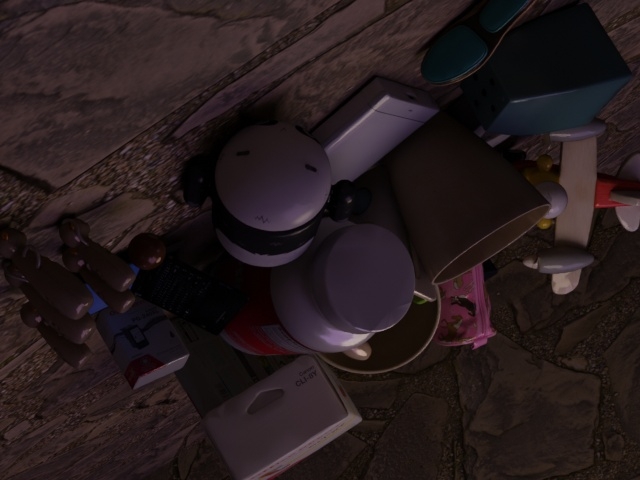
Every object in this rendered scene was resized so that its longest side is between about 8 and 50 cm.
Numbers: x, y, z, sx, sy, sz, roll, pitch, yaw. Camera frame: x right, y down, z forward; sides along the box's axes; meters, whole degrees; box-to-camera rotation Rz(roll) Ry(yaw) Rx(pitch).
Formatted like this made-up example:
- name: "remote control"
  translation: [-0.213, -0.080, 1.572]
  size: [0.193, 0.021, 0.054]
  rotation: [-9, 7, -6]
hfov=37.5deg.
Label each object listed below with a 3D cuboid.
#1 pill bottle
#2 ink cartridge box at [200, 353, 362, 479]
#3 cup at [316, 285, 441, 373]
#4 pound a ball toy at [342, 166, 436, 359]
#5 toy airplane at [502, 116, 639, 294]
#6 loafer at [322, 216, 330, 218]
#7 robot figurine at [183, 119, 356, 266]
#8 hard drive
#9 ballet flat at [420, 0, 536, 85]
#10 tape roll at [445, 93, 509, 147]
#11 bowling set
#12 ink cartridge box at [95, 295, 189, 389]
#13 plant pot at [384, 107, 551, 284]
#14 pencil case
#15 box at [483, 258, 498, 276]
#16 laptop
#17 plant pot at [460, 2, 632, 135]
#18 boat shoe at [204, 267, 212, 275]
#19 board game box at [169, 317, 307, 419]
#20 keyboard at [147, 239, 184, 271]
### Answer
- name: "pill bottle"
  translation: [-0.022, 0.084, 1.649]
  size: [0.229, 0.229, 0.407]
  rotation: [-24, -175, -31]
- name: "ink cartridge box"
  translation: [-0.074, 0.396, 2.062]
  size: [0.279, 0.160, 0.385]
  rotation: [-32, 166, -1]
- name: "cup"
  translation: [0.110, 0.113, 2.206]
  size: [0.331, 0.331, 0.237]
  rotation: [-36, -168, 13]
- name: "pound a ball toy"
  translation: [0.089, 0.042, 1.807]
  size: [0.208, 0.319, 0.136]
  rotation: [-30, 141, 34]
- name: "toy airplane"
  translation: [0.575, -0.109, 2.200]
  size: [0.384, 0.386, 0.272]
  rotation: [-41, 176, 29]
- name: "loafer"
  translation: [0.000, 0.000, 1.957]
  size: [0.268, 0.092, 0.102]
  rotation: [7, 140, -44]
- name: "robot figurine"
  translation: [-0.075, -0.066, 1.400]
  size: [0.209, 0.173, 0.278]
  rotation: [-31, 166, -17]
- name: "hard drive"
  translation: [0.021, -0.138, 1.609]
  size: [0.353, 0.047, 0.233]
  rotation: [-38, 165, 23]
- name: "ballet flat"
  translation: [0.250, -0.320, 1.433]
  size: [0.232, 0.080, 0.073]
  rotation: [-40, 179, 32]
- name: "tape roll"
  translation: [0.340, -0.253, 1.853]
  size: [0.219, 0.072, 0.219]
  rotation: [-29, 166, -8]
- name: "bowling set"
  translation: [-0.335, 0.039, 1.330]
  size: [0.200, 0.154, 0.287]
  rotation: [-46, 173, -30]
- name: "ink cartridge box"
  translation: [-0.329, 0.181, 1.733]
  size: [0.109, 0.150, 0.063]
  rotation: [-23, 159, -34]
- name: "plant pot"
  translation: [0.237, -0.100, 1.730]
  size: [0.256, 0.274, 0.256]
  rotation: [-31, 165, -9]
- name: "pencil case"
  translation: [0.319, 0.058, 2.220]
  size: [0.160, 0.386, 0.167]
  rotation: [-6, -176, 10]
- name: "box"
  translation: [0.254, 0.095, 2.559]
  size: [0.293, 0.212, 0.395]
  rotation: [-39, 164, 24]
- name: "laptop"
  translation: [-0.289, 0.123, 1.600]
  size: [0.136, 0.264, 0.234]
  rotation: [-66, -171, -27]
- name: "plant pot"
  translation: [0.381, -0.284, 1.663]
  size: [0.234, 0.166, 0.165]
  rotation: [-19, 161, -24]
- name: "boat shoe"
  translation: [-0.169, 0.068, 1.882]
  size: [0.049, 0.056, 0.152]
  rotation: [-35, 167, 31]
- name: "board game box"
  translation: [-0.183, 0.247, 2.114]
  size: [0.303, 0.224, 0.097]
  rotation: [-18, 158, -44]
- name: "keyboard"
  translation: [-0.346, 0.064, 1.586]
  size: [0.256, 0.014, 0.072]
  rotation: [-25, 169, -27]
